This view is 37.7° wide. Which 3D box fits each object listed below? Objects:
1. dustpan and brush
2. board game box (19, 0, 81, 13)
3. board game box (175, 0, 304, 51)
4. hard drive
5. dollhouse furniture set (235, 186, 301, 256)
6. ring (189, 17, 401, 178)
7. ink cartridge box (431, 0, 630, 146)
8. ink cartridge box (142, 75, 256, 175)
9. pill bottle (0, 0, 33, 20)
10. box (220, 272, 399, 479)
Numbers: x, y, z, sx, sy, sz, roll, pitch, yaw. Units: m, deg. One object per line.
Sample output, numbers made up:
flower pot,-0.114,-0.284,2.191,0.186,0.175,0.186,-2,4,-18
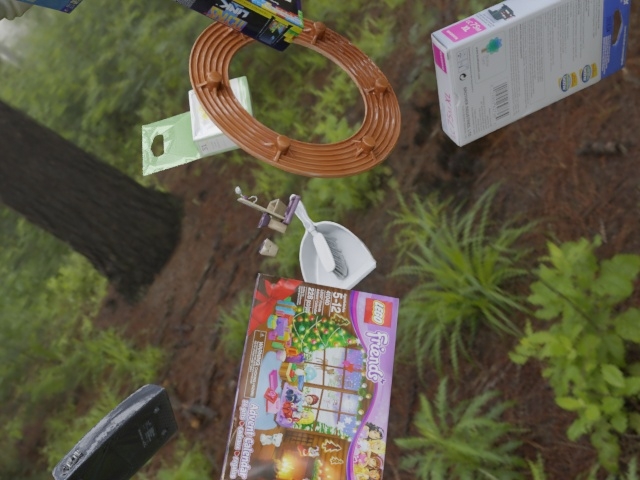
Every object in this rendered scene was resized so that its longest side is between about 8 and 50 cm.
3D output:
dustpan and brush,0.000,0.000,1.756,0.147,0.060,0.211,-42,56,26
board game box,-0.300,-0.279,0.800,0.047,0.160,0.210,-40,-3,15
board game box,-0.105,-0.310,1.077,0.048,0.170,0.141,-41,42,38
hard drive,-0.382,0.391,1.754,0.054,0.172,0.255,31,58,27
dollhouse furniture set,-0.091,-0.031,1.264,0.091,0.081,0.114,-67,12,-7
ring,-0.029,-0.231,1.401,0.032,0.337,0.336,121,161,-48
ink cartridge box,0.321,-0.283,1.409,0.311,0.185,0.065,-24,46,-9
ink cartridge box,-0.243,-0.226,1.829,0.235,0.056,0.171,-14,43,2
pill bottle,-0.453,-0.210,0.973,0.318,0.176,0.176,-44,29,-13
box,-0.010,0.198,1.238,0.057,0.201,0.293,109,170,-61
